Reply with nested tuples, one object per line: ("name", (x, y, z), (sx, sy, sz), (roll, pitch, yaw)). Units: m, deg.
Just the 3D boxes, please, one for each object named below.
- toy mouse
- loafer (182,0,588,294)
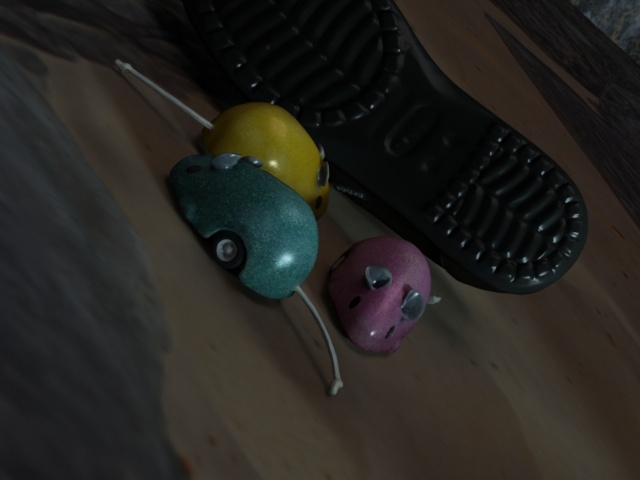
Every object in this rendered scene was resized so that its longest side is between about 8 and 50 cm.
("toy mouse", (0.000, 0.000, 0.489), (0.161, 0.031, 0.143), (34, 21, -28))
("loafer", (0.019, -0.051, 0.598), (0.220, 0.080, 0.078), (47, -14, 11))
